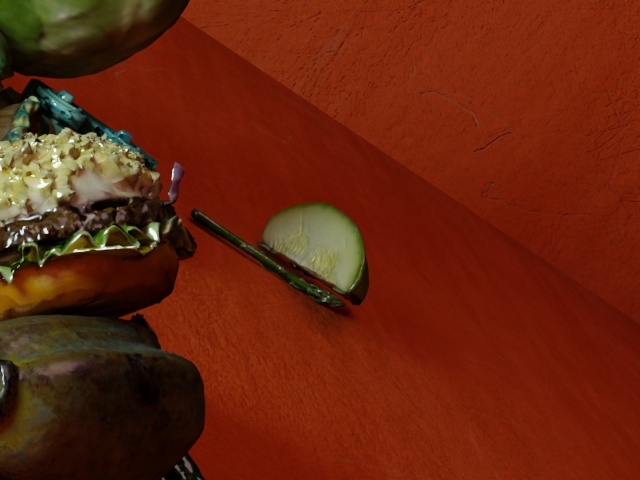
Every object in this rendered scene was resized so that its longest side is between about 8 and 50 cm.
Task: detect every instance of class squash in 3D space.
[{"bbox_3d":[0.000,0.000,2.065,0.169,0.093,0.252,33,-2,5],"label":"squash"}]

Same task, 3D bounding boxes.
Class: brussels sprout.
[{"bbox_3d":[-0.273,-0.320,1.726,0.281,0.355,0.289,2,61,-30],"label":"brussels sprout"}]

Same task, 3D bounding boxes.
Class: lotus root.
[{"bbox_3d":[-0.169,0.115,1.124,0.124,0.123,0.241,25,9,29],"label":"lotus root"}]

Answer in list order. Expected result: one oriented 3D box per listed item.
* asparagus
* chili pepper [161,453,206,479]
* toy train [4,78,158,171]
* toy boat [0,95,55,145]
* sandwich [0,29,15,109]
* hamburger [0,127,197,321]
[{"bbox_3d":[-0.067,0.026,2.083,0.233,0.023,0.022,32,41,-11],"label":"asparagus"},{"bbox_3d":[-0.113,0.162,1.282,0.073,0.050,0.182,36,11,-40],"label":"chili pepper"},{"bbox_3d":[-0.267,-0.096,1.778,0.198,0.107,0.154,35,3,-5],"label":"toy train"},{"bbox_3d":[-0.282,-0.046,1.527,0.099,0.108,0.293,2,27,-16],"label":"toy boat"},{"bbox_3d":[-0.415,-0.200,1.563,0.250,0.162,0.301,50,17,-2],"label":"sandwich"},{"bbox_3d":[-0.212,-0.001,1.205,0.262,0.243,0.138,43,31,-80],"label":"hamburger"}]
